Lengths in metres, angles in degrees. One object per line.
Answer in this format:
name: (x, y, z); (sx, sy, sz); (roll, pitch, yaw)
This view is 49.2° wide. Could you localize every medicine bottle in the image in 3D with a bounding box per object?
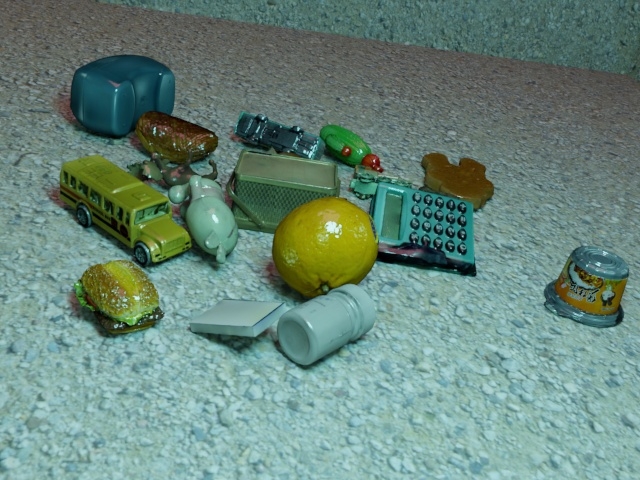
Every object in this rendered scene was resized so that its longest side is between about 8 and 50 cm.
medicine bottle: (0.011, 0.151, 1.276); (0.105, 0.105, 0.168); (32, 36, 33)

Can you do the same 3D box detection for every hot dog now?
hot dog: (-0.388, -0.278, 1.906); (0.227, 0.099, 0.160); (19, 30, 13)

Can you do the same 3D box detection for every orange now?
orange: (0.011, 0.016, 1.402); (0.219, 0.193, 0.219); (-7, -12, -2)

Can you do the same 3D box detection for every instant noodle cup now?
instant noodle cup: (0.605, 0.091, 1.553); (0.208, 0.125, 0.178); (-20, 42, -42)

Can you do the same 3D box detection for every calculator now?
calculator: (0.245, -0.030, 1.668); (0.274, 0.058, 0.248); (12, 45, 0)

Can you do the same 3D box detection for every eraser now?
eraser: (-0.150, 0.139, 1.267); (0.150, 0.023, 0.104); (-1, 20, 33)

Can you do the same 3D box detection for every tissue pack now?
tissue pack: (-0.573, -0.423, 1.998); (0.206, 0.198, 0.287); (23, 34, 18)

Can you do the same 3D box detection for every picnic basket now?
picnic basket: (-0.088, -0.110, 1.666); (0.267, 0.139, 0.165); (8, 29, -4)

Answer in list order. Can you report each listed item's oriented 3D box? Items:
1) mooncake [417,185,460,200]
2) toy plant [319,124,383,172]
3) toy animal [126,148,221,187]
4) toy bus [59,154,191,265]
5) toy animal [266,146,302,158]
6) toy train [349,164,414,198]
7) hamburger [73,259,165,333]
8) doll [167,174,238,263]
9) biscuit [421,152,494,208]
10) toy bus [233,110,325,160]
mooncake: (0.298, -0.087, 1.823); (0.130, 0.073, 0.125); (18, 32, 16)
toy plant: (0.082, -0.269, 2.046); (0.155, 0.088, 0.240); (22, 18, -29)
toy animal: (-0.357, -0.163, 1.721); (0.214, 0.093, 0.186); (26, 40, 10)
toy bus: (-0.421, -0.071, 1.504); (0.335, 0.123, 0.121); (29, 34, 30)
toy animal: (-0.060, -0.191, 1.887); (0.188, 0.089, 0.179); (28, 18, 38)
toy train: (0.168, -0.152, 1.897); (0.176, 0.074, 0.118); (10, 26, 3)
hamburger: (-0.365, 0.097, 1.264); (0.137, 0.087, 0.166); (-14, 37, -36)
doll: (-0.241, -0.056, 1.519); (0.113, 0.155, 0.275); (-31, 38, -9)
biscuit: (0.398, -0.171, 2.031); (0.202, 0.047, 0.334); (9, 27, -3)
toy bus: (-0.118, -0.295, 2.023); (0.262, 0.091, 0.109); (23, -1, 19)
